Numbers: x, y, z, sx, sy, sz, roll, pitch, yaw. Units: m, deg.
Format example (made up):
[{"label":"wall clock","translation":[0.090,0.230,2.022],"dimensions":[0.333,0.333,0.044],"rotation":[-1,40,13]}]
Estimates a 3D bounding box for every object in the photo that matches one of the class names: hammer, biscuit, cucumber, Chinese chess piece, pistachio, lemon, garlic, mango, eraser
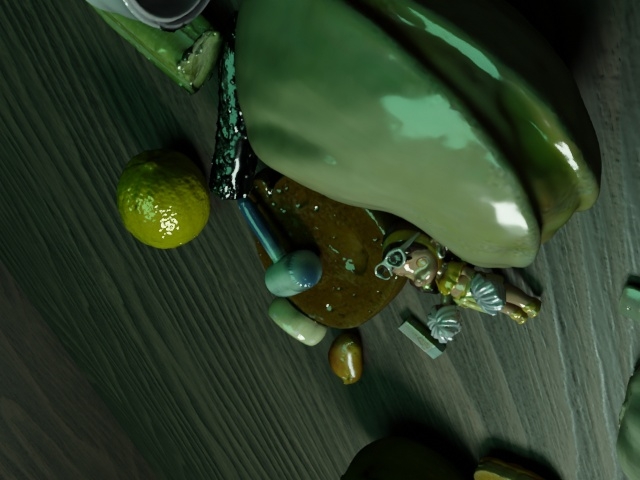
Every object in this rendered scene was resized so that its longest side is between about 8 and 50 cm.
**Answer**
[{"label":"hammer","translation":[-0.080,0.004,1.202],"dimensions":[0.194,0.069,0.116],"rotation":[57,146,-5]},{"label":"biscuit","translation":[0.001,-0.001,1.214],"dimensions":[0.314,0.063,0.367],"rotation":[45,146,7]},{"label":"cucumber","translation":[-0.126,-0.199,1.096],"dimensions":[0.081,0.072,0.303],"rotation":[30,132,21]},{"label":"Chinese chess piece","translation":[-0.044,0.153,1.386],"dimensions":[0.122,0.051,0.122],"rotation":[35,-177,-2]},{"label":"pistachio","translation":[0.086,-0.143,0.770],"dimensions":[0.445,0.281,0.365],"rotation":[40,174,22]},{"label":"cucumber","translation":[-0.284,-0.368,1.093],"dimensions":[0.325,0.105,0.145],"rotation":[39,173,9]},{"label":"lemon","translation":[-0.297,-0.079,1.349],"dimensions":[0.181,0.180,0.193],"rotation":[14,157,38]},{"label":"garlic","translation":[0.469,0.262,0.924],"dimensions":[0.178,0.143,0.229],"rotation":[13,127,41]},{"label":"biscuit","translation":[0.372,0.460,1.326],"dimensions":[0.170,0.050,0.170],"rotation":[28,150,18]},{"label":"mango","translation":[0.053,0.226,1.401],"dimensions":[0.077,0.063,0.127],"rotation":[29,139,31]},{"label":"eraser","translation":[0.177,0.169,1.243],"dimensions":[0.083,0.019,0.038],"rotation":[42,145,5]}]

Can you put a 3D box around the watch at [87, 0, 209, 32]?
[{"label":"watch","translation":[-0.198,-0.390,0.864],"dimensions":[0.211,0.217,0.248],"rotation":[25,142,27]}]

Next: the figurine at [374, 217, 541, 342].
[{"label":"figurine","translation":[0.194,0.053,1.014],"dimensions":[0.240,0.116,0.174],"rotation":[36,146,1]}]

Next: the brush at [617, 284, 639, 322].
[{"label":"brush","translation":[0.508,0.142,0.835],"dimensions":[0.321,0.050,0.060],"rotation":[25,146,29]}]

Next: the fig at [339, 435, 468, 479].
[{"label":"fig","translation":[0.180,0.549,1.422],"dimensions":[0.316,0.316,0.316],"rotation":[28,143,24]}]
